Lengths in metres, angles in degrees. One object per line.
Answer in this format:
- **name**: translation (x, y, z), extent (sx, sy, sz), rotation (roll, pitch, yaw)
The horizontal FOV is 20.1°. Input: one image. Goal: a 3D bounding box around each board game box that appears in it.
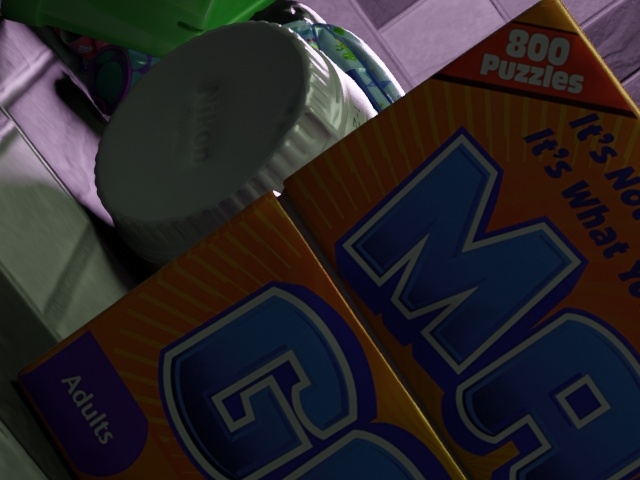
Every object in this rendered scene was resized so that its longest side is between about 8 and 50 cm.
- **board game box**: translation (0.107, 0.129, 1.092), extent (0.357, 0.356, 0.356), rotation (56, 7, 10)

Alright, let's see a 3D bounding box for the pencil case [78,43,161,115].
- **pencil case**: translation (-0.151, -0.147, 1.686), extent (0.064, 0.070, 0.151), rotation (45, 26, 27)

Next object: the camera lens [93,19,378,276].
- **camera lens**: translation (-0.024, -0.014, 1.449), extent (0.274, 0.219, 0.219), rotation (48, 10, -41)

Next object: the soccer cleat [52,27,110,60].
- **soccer cleat**: translation (-0.204, -0.188, 1.730), extent (0.248, 0.083, 0.095), rotation (56, 35, -33)

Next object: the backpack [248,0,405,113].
- **backpack**: translation (0.026, -0.068, 2.038), extent (0.290, 0.273, 0.356), rotation (77, -1, -51)

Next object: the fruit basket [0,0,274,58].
- **fruit basket**: translation (-0.172, -0.369, 1.602), extent (0.392, 0.283, 0.392), rotation (19, 34, -13)
